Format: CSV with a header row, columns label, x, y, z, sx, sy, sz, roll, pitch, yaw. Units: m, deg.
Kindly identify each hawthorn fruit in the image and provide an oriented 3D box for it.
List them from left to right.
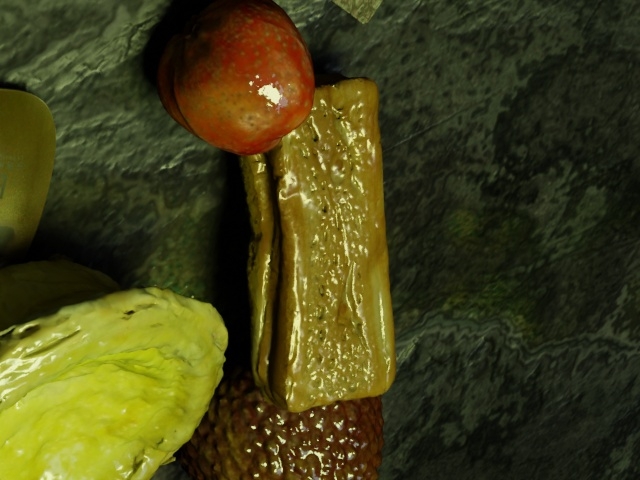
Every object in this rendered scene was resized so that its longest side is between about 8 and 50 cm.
label,x,y,z,sx,sy,sz,roll,pitch,yaw
hawthorn fruit,-0.059,-0.123,1.425,0.128,0.128,0.128,-27,136,-29

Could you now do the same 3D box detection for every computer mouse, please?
label,x,y,z,sx,sy,sz,roll,pitch,yaw
computer mouse,-0.255,-0.019,1.381,0.102,0.045,0.199,2,118,-44

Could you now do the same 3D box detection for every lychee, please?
label,x,y,z,sx,sy,sz,roll,pitch,yaw
lychee,-0.028,0.173,1.667,0.194,0.194,0.194,-27,136,-29

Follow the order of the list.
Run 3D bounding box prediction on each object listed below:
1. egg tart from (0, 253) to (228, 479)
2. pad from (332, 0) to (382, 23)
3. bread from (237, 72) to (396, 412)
label,x,y,z,sx,sy,sz,roll,pitch,yaw
egg tart,-0.230,0.128,1.429,0.345,0.132,0.345,-33,155,-17
pad,0.017,-0.277,1.483,0.158,0.003,0.235,-56,143,6
bread,0.001,0.000,1.554,0.139,0.077,0.271,-12,101,-35
